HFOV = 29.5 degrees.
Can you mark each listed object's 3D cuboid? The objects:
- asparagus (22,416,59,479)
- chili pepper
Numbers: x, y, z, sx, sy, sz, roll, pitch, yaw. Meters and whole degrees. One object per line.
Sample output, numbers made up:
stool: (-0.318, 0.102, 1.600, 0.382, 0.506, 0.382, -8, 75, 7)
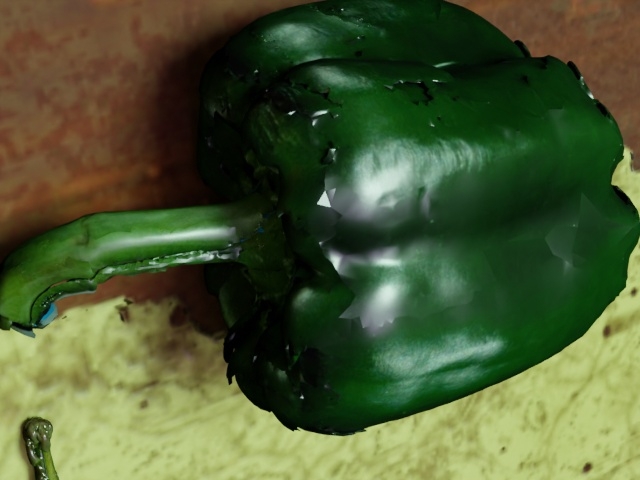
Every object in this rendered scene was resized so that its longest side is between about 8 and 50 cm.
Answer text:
asparagus: (-0.123, 0.140, 0.564, 0.015, 0.018, 0.127, -27, 121, -50)
chili pepper: (0.000, 0.000, 0.512, 0.261, 0.165, 0.174, -15, 124, -24)
